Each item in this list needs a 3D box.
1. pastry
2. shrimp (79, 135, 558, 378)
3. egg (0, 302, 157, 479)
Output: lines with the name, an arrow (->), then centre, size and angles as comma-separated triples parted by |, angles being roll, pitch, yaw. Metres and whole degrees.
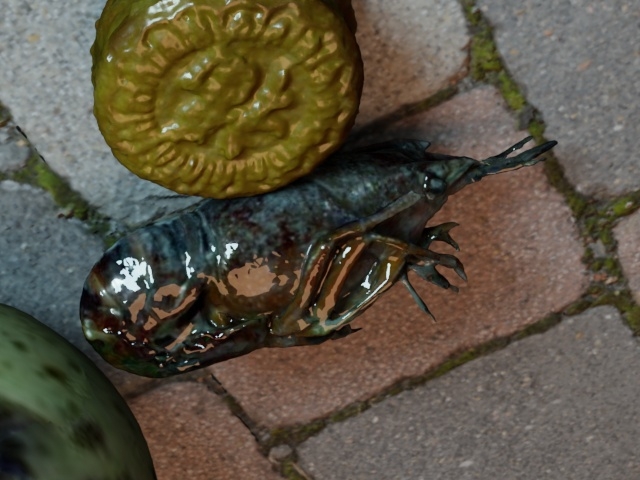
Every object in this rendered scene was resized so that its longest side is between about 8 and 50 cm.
pastry -> -0.061, -0.117, 1.119 | 0.188, 0.103, 0.189 | -6, 131, -7
shrimp -> -0.002, 0.000, 1.226 | 0.372, 0.172, 0.137 | -13, 109, -18
egg -> -0.328, 0.203, 1.178 | 0.427, 0.345, 0.345 | -3, 130, -5
